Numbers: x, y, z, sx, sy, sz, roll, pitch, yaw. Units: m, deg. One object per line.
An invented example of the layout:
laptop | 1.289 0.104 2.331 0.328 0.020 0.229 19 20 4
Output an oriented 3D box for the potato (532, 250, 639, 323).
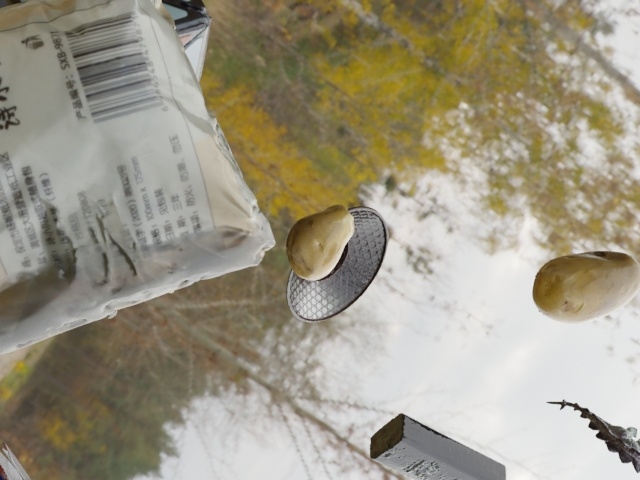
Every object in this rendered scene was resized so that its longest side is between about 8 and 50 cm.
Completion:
potato | 0.508 0.086 1.873 0.150 0.233 0.146 52 -43 42

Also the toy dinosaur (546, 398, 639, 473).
toy dinosaur | 0.415 0.278 1.382 0.039 0.209 0.082 -63 159 12

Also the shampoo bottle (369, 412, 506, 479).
shampoo bottle | 0.239 0.405 1.727 0.098 0.309 0.071 -46 -155 35

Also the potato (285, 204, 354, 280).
potato | 0.000 0.000 1.011 0.083 0.068 0.062 -36 145 1

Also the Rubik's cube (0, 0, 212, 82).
Rubik's cube | -0.328 -0.303 1.415 0.250 0.248 0.246 -24 162 -24

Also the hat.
hat | 0.004 0.019 1.428 0.193 0.082 0.193 -27 136 -29

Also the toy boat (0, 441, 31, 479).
toy boat | -0.278 0.215 0.837 0.072 0.219 0.318 -28 -154 -7

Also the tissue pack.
tissue pack | -0.280 -0.092 1.109 0.390 0.376 0.195 -18 -179 -14
